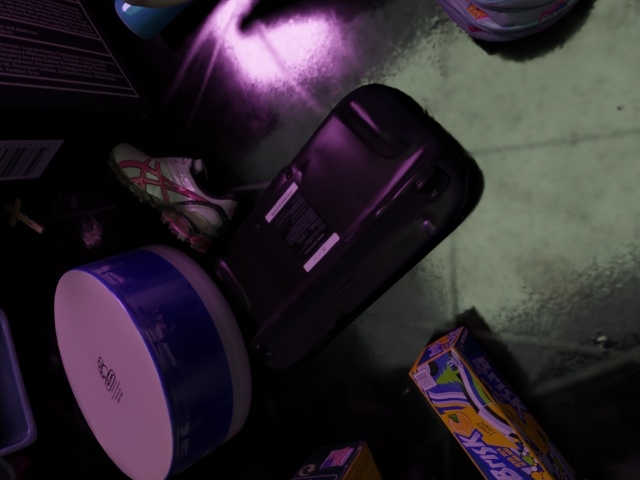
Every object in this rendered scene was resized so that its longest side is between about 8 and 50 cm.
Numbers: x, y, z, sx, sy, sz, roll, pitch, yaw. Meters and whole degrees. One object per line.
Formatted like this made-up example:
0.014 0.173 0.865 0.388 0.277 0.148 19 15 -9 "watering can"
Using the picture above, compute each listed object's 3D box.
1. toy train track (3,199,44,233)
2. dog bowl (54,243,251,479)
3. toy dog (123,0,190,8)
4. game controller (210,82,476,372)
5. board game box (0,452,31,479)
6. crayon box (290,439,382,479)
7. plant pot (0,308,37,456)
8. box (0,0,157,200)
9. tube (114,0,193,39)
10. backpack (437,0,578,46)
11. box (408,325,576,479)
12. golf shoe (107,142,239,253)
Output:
-0.471 -0.037 0.729 0.083 0.014 0.048 31 107 12 "toy train track"
-0.209 0.143 0.548 0.264 0.104 0.265 13 112 37 "dog bowl"
-0.128 -0.459 0.291 0.395 0.284 0.408 -16 86 23 "toy dog"
0.000 0.000 0.473 0.319 0.067 0.166 -47 64 27 "game controller"
-0.801 0.473 0.980 0.390 0.050 0.390 35 115 12 "board game box"
0.039 0.404 0.453 0.081 0.202 0.319 -24 89 30 "crayon box"
-0.686 0.289 0.756 0.252 0.247 0.248 -28 78 28 "plant pot"
-0.401 -0.204 0.494 0.182 0.296 0.294 -35 83 29 "box"
-0.130 -0.298 0.476 0.207 0.052 0.080 -31 93 24 "tube"
0.119 -0.233 0.319 0.151 0.115 0.182 -24 92 27 "backpack"
0.158 0.168 0.419 0.054 0.059 0.169 -39 82 28 "box"
-0.175 -0.068 0.546 0.186 0.067 0.086 38 87 17 "golf shoe"
